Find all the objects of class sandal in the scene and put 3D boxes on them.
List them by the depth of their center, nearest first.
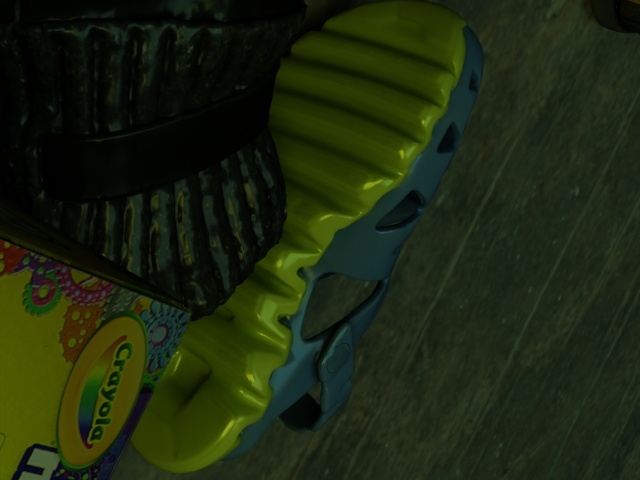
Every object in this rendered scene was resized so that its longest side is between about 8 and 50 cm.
[{"bbox_3d":[0.000,0.000,0.935,0.317,0.126,0.138,-57,145,6],"label":"sandal"}]

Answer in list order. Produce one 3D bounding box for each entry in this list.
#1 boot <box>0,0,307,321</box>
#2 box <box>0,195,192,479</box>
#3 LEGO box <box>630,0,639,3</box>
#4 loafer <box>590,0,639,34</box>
[{"bbox_3d":[-0.031,-0.123,0.805,0.348,0.131,0.260,-26,122,-23],"label":"boot"},{"bbox_3d":[-0.250,0.080,0.566,0.177,0.279,0.290,27,91,-51],"label":"box"},{"bbox_3d":[0.242,-0.371,0.782,0.193,0.372,0.500,-20,125,-41],"label":"LEGO box"},{"bbox_3d":[0.265,-0.284,1.075,0.109,0.095,0.302,-19,124,-41],"label":"loafer"}]
